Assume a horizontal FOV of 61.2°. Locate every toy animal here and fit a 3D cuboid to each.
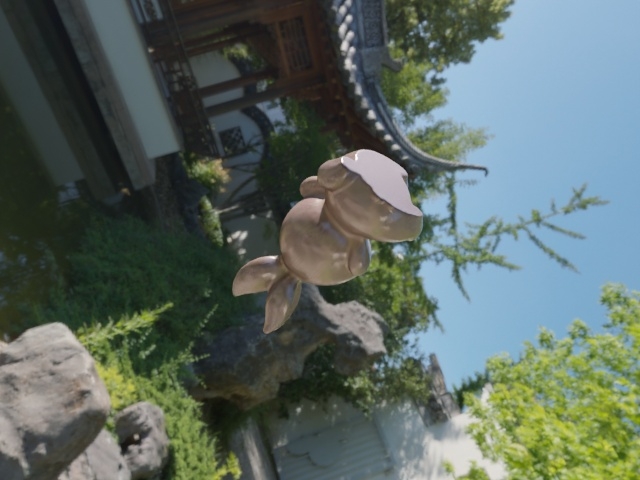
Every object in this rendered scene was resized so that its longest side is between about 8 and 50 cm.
[{"bbox_3d":[0.001,0.001,0.574,0.124,0.212,0.124,35,30,-24],"label":"toy animal"}]
